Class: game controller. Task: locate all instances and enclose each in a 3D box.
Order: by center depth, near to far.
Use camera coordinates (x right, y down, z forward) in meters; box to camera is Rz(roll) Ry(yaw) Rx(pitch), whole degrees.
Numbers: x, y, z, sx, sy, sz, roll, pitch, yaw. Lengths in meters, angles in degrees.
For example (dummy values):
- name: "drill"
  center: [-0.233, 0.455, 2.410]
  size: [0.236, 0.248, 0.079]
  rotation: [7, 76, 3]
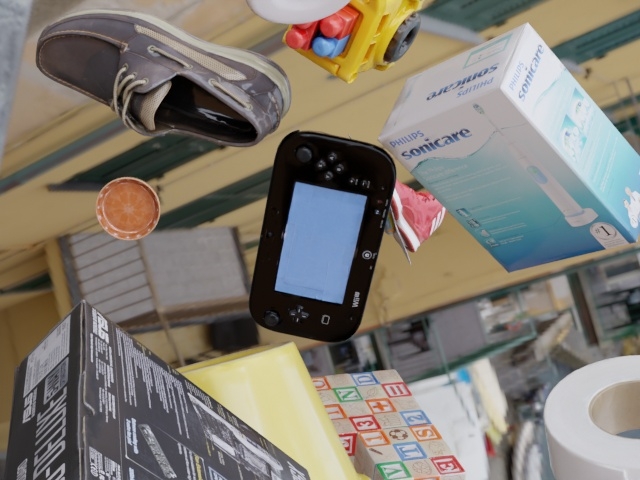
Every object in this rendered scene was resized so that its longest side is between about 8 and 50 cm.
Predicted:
- name: "game controller"
  center: [0.000, 0.000, 1.382]
  size: [0.067, 0.167, 0.319]
  rotation: [-61, 165, -61]

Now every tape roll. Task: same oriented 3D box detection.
- name: "tape roll"
  center: [0.484, 0.291, 1.496]
  size: [0.286, 0.286, 0.100]
  rotation: [-50, 134, -52]

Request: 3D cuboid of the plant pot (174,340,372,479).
- name: "plant pot"
  center: [-0.077, 0.238, 1.013]
  size: [0.254, 0.254, 0.238]
  rotation: [-11, 86, -56]

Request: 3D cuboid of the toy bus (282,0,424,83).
- name: "toy bus"
  center: [0.041, -0.315, 1.261]
  size: [0.149, 0.220, 0.211]
  rotation: [35, 35, 12]

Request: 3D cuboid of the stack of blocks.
- name: "stack of blocks"
  center: [0.086, 0.321, 1.556]
  size: [0.171, 0.297, 0.087]
  rotation: [-3, 114, -17]

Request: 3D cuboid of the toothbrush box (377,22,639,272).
- name: "toothbrush box"
  center: [0.258, -0.109, 1.302]
  size: [0.295, 0.216, 0.126]
  rotation: [41, 55, -23]

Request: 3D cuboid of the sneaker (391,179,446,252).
- name: "sneaker"
  center: [0.183, -0.092, 2.023]
  size: [0.128, 0.087, 0.221]
  rotation: [-41, 133, -17]

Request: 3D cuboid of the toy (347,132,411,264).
- name: "toy"
  center: [0.078, -0.066, 1.634]
  size: [0.237, 0.056, 0.136]
  rotation: [-108, 176, -56]

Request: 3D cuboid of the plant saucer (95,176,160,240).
- name: "plant saucer"
  center: [-0.250, -0.042, 1.289]
  size: [0.083, 0.084, 0.013]
  rotation: [62, 4, -12]

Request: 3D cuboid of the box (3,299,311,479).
- name: "box"
  center: [-0.082, 0.192, 0.625]
  size: [0.242, 0.076, 0.307]
  rotation: [42, 7, -25]

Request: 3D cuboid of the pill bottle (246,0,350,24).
- name: "pill bottle"
  center: [-0.025, -0.210, 0.610]
  size: [0.078, 0.078, 0.137]
  rotation: [15, 51, -51]

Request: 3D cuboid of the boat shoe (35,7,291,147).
- name: "boat shoe"
  center: [-0.219, -0.215, 1.325]
  size: [0.130, 0.356, 0.132]
  rotation: [-74, 175, -50]
